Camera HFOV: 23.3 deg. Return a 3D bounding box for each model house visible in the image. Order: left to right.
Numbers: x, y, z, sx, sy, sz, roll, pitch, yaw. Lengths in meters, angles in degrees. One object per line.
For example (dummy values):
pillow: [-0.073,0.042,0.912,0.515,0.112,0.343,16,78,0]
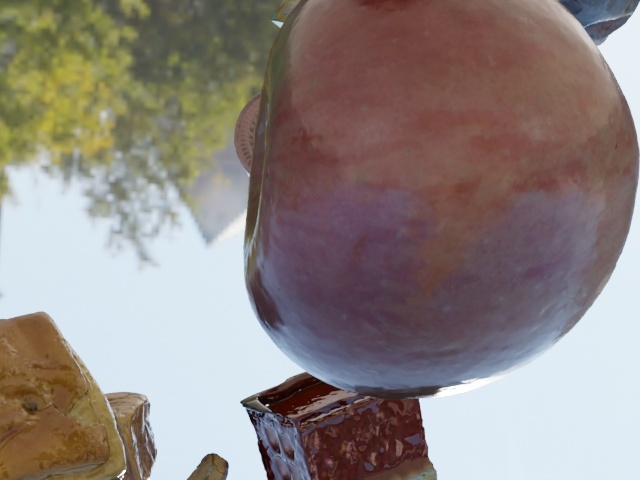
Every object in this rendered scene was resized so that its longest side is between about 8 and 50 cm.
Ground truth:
model house: [0.034,0.298,1.994,0.196,0.254,0.160,-20,-170,-27]

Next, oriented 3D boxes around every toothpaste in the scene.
toothpaste: [-0.010,-0.255,1.774,0.037,0.043,0.178,36,179,-20]

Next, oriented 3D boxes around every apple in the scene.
apple: [0.085,-0.045,1.145,0.269,0.345,0.345,5,-163,-6]

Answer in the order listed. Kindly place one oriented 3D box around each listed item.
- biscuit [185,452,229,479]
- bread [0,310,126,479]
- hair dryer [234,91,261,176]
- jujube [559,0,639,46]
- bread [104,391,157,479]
biscuit: [-0.122,0.211,0.876,0.025,0.206,0.126,39,157,4]
bread: [-0.323,0.173,1.590,0.210,0.099,0.235,-9,-134,-25]
hair dryer: [0.000,0.000,1.880,0.125,0.353,0.210,-17,172,2]
jujube: [0.213,-0.334,1.460,0.226,0.317,0.226,2,165,0]
bread: [-0.342,0.321,2.421,0.158,0.149,0.143,-4,-164,2]
